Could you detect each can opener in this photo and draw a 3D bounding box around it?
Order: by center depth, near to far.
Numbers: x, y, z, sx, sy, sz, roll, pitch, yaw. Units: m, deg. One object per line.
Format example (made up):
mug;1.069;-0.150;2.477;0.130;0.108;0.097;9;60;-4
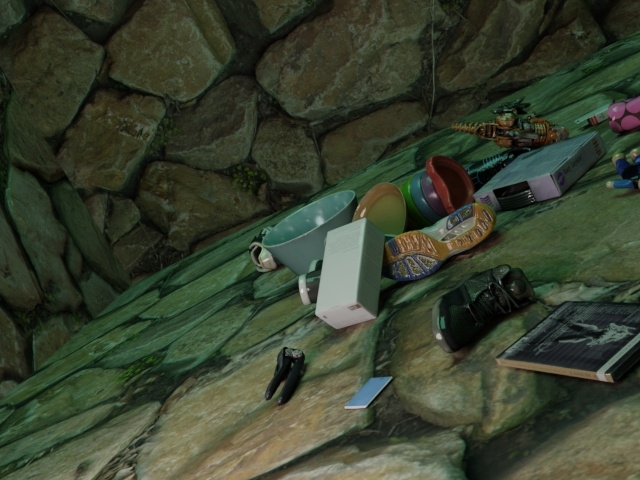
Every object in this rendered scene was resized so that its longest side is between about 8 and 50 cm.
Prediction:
can opener;-0.067;0.269;1.487;0.059;0.073;0.186;11;20;3

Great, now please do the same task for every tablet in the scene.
tablet;0.081;0.256;1.265;0.054;0.006;0.083;-16;17;47

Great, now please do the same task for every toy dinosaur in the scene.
toy dinosaur;0.566;-0.339;2.238;0.164;0.322;0.218;-67;-7;23

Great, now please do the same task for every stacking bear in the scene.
stacking bear;0.261;-0.092;2.043;0.289;0.175;0.164;-31;-9;40

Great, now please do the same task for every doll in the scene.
doll;0.646;-0.135;1.534;0.129;0.046;0.189;-16;20;13

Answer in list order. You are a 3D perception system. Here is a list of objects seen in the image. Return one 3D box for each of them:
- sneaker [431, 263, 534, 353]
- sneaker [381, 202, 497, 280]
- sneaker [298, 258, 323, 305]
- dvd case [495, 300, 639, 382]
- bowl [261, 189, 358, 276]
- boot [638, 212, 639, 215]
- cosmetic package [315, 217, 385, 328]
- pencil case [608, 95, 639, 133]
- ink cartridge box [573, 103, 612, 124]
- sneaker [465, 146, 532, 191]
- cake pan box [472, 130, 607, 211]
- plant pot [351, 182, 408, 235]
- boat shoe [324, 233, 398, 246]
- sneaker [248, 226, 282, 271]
sneaker;0.273;0.104;1.264;0.130;0.087;0.227;-28;3;41
sneaker;0.271;0.010;1.734;0.296;0.111;0.131;-24;-6;17
sneaker;0.045;0.098;1.885;0.147;0.104;0.296;-9;5;10
dvd case;0.373;0.135;1.053;0.164;0.018;0.221;-32;11;-24
bowl;0.000;0.000;2.203;0.312;0.163;0.311;-26;15;8
boot;0.620;-0.077;1.180;0.211;0.104;0.295;-18;19;43
cosmetic package;0.069;0.072;1.677;0.117;0.085;0.231;-20;46;35
pencil case;0.835;-0.339;1.899;0.098;0.095;0.209;-11;0;-38
ink cartridge box;0.810;-0.363;2.220;0.115;0.029;0.063;-28;11;12
sneaker;0.498;-0.206;2.141;0.232;0.081;0.090;-30;4;-14
cake pan box;0.545;-0.167;1.885;0.267;0.070;0.246;-37;11;-37
plant pot;0.159;-0.036;1.998;0.032;0.236;0.236;16;-17;-32
boat shoe;0.120;0.020;1.865;0.228;0.081;0.068;4;25;5
sneaker;-0.198;0.031;2.693;0.127;0.126;0.321;-25;11;-11
